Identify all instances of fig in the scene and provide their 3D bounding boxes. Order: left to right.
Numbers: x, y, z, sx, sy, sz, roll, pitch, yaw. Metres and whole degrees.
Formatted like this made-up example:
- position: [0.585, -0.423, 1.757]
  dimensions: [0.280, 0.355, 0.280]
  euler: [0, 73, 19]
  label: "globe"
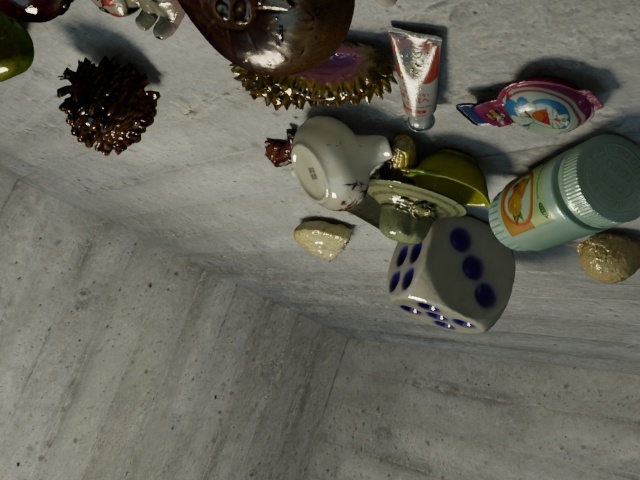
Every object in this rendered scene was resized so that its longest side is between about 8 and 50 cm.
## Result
- position: [-0.715, -0.433, 1.515]
  dimensions: [0.167, 0.167, 0.233]
  euler: [31, -163, -36]
  label: "fig"

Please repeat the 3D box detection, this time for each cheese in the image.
- position: [0.336, -0.215, 1.139]
  dimensions: [0.244, 0.062, 0.155]
  euler: [3, 159, 47]
  label: "cheese"

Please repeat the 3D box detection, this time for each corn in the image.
- position: [0.173, -0.163, 1.491]
  dimensions: [0.072, 0.071, 0.203]
  euler: [16, 164, 11]
  label: "corn"

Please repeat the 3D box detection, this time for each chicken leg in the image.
- position: [-0.082, -0.215, 1.658]
  dimensions: [0.093, 0.053, 0.205]
  euler: [41, 154, -18]
  label: "chicken leg"

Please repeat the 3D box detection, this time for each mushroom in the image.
- position: [-0.093, -0.353, 0.940]
  dimensions: [0.297, 0.163, 0.278]
  euler: [48, 157, -18]
  label: "mushroom"

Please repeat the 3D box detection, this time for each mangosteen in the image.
- position: [-0.485, -0.451, 1.140]
  dimensions: [0.173, 0.172, 0.184]
  euler: [3, 138, 44]
  label: "mangosteen"

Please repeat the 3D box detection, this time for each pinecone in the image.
- position: [-0.472, -0.306, 1.534]
  dimensions: [0.222, 0.221, 0.221]
  euler: [18, 164, 5]
  label: "pinecone"

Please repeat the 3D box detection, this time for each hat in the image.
- position: [0.188, -0.048, 1.540]
  dimensions: [0.252, 0.109, 0.252]
  euler: [16, 173, 2]
  label: "hat"

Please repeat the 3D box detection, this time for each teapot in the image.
- position: [0.023, -0.171, 1.498]
  dimensions: [0.208, 0.166, 0.300]
  euler: [58, 168, -18]
  label: "teapot"

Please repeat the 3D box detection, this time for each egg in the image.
- position: [0.645, 0.037, 1.546]
  dimensions: [0.140, 0.118, 0.116]
  euler: [-9, -168, 43]
  label: "egg"

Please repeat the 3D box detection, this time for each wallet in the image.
- position: [0.169, -0.098, 1.758]
  dimensions: [0.169, 0.044, 0.317]
  euler: [26, 162, -9]
  label: "wallet"

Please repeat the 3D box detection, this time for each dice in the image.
- position: [0.330, 0.082, 1.782]
  dimensions: [0.251, 0.259, 0.243]
  euler: [24, 162, -15]
  label: "dice"

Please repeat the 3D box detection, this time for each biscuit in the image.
- position: [0.000, 0.000, 2.206]
  dimensions: [0.179, 0.084, 0.281]
  euler: [19, 165, 0]
  label: "biscuit"

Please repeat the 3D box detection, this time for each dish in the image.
- position: [0.269, -0.139, 1.439]
  dimensions: [0.208, 0.080, 0.149]
  euler: [22, 168, -15]
  label: "dish"

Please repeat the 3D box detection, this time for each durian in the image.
- position: [-0.030, -0.284, 1.242]
  dimensions: [0.342, 0.112, 0.191]
  euler: [13, 161, 13]
  label: "durian"

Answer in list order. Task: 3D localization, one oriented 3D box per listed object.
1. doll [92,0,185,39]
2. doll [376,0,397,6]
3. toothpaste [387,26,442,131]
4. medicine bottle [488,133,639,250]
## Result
- position: [-0.309, -0.419, 1.150]
  dimensions: [0.192, 0.095, 0.149]
  euler: [20, 158, 4]
  label: "doll"
- position: [0.091, -0.377, 0.888]
  dimensions: [0.160, 0.059, 0.161]
  euler: [29, 162, -35]
  label: "doll"
- position: [0.166, -0.273, 1.177]
  dimensions: [0.089, 0.057, 0.234]
  euler: [17, 156, 19]
  label: "toothpaste"
- position: [0.450, -0.074, 1.300]
  dimensions: [0.158, 0.158, 0.318]
  euler: [22, 163, -9]
  label: "medicine bottle"
